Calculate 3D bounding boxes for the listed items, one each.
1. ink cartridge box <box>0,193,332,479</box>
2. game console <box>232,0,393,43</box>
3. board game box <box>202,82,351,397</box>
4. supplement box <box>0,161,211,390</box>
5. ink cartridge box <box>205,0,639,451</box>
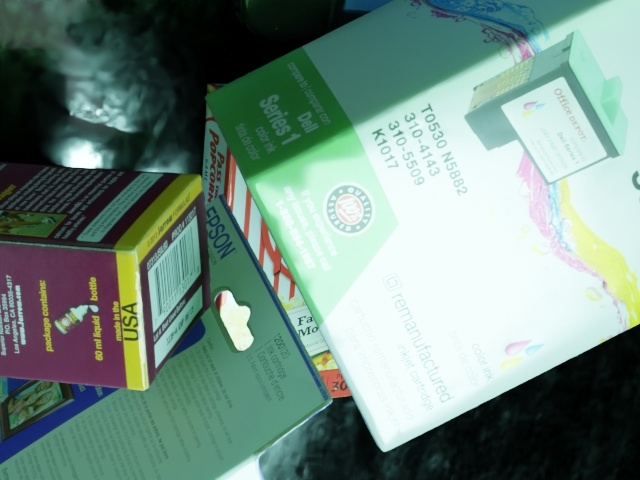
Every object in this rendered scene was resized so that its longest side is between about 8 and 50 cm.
[{"bbox_3d":[-0.101,0.094,1.075,0.208,0.206,0.045,-34,128,4],"label":"ink cartridge box"},{"bbox_3d":[0.127,-0.207,1.102,0.293,0.173,0.250,2,109,-26],"label":"game console"},{"bbox_3d":[0.000,0.000,1.199,0.147,0.045,0.193,-5,112,-24],"label":"board game box"},{"bbox_3d":[-0.163,0.014,1.036,0.188,0.104,0.080,4,114,16],"label":"supplement box"},{"bbox_3d":[0.108,-0.042,1.108,0.278,0.117,0.201,-27,121,-1],"label":"ink cartridge box"}]
